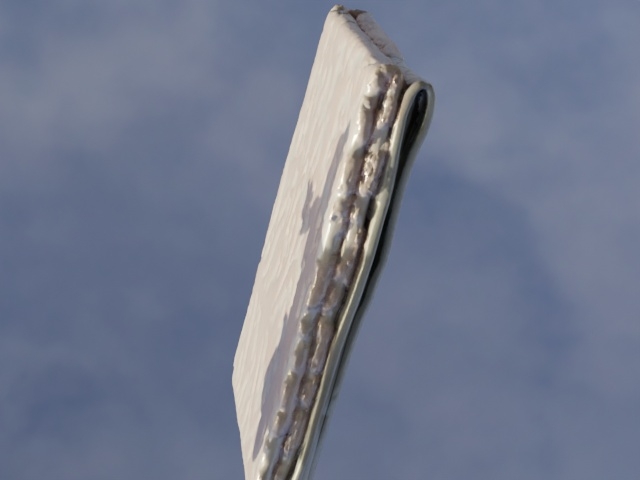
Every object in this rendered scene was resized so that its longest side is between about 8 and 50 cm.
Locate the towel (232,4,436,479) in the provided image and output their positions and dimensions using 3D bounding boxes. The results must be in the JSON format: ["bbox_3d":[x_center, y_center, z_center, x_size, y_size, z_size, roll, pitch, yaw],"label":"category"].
[{"bbox_3d":[0.000,0.000,1.162,0.053,0.331,0.317,14,-167,-10],"label":"towel"}]
